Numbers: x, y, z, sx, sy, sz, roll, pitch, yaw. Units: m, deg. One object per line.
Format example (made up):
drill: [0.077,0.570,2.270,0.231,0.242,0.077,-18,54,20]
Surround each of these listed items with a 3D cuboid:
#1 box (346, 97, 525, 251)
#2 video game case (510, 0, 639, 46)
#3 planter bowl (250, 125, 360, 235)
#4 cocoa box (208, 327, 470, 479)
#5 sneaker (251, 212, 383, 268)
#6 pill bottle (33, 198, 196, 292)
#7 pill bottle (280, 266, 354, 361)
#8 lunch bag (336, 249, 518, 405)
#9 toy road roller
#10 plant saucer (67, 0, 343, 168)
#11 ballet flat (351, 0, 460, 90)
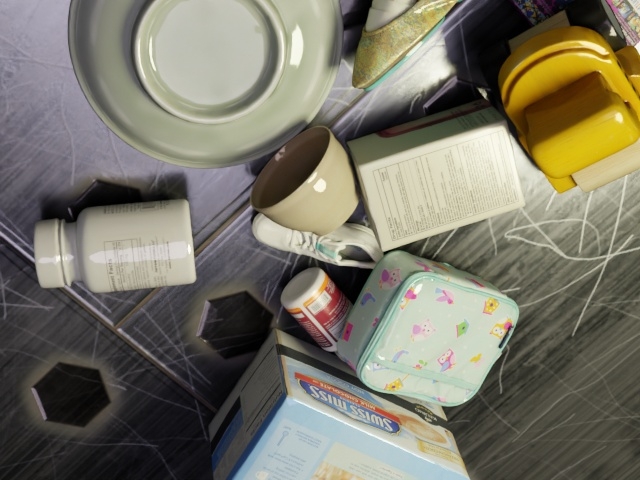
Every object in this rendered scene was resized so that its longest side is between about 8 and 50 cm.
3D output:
box: [0.173,-0.102,1.691,0.232,0.127,0.148,-17,115,0]
video game case: [0.405,-0.370,1.634,0.210,0.042,0.232,-44,124,11]
planter bowl: [-0.010,-0.076,1.659,0.162,0.162,0.109,-43,115,10]
cocoa box: [0.023,0.346,1.806,0.347,0.228,0.231,27,107,-18]
sneaker: [0.000,0.000,1.728,0.212,0.094,0.080,11,112,-12]
pill bottle: [-0.306,0.011,1.667,0.229,0.131,0.131,-5,114,-6]
pill bottle: [0.013,0.122,1.787,0.086,0.086,0.152,-37,113,8]
lunch bag: [0.175,0.151,1.769,0.279,0.108,0.224,19,103,-37]
toy road roller: [0.380,-0.168,1.591,0.203,0.240,0.329,-27,129,23]
plant saucer: [-0.159,-0.279,1.583,0.401,0.100,0.400,-3,114,-7]
ballet flat: [0.153,-0.364,1.584,0.348,0.123,0.123,-41,113,4]
